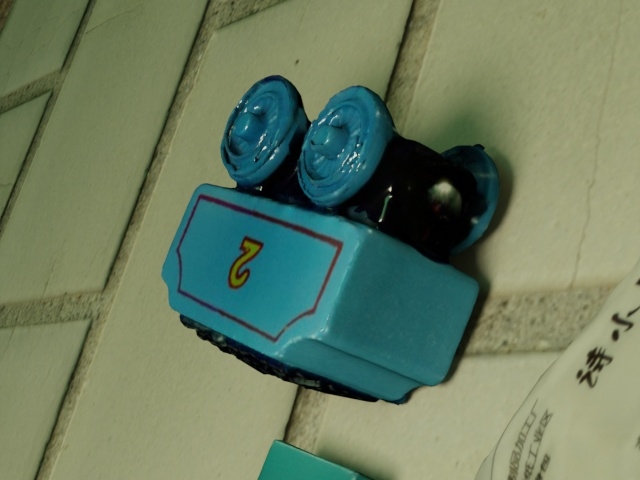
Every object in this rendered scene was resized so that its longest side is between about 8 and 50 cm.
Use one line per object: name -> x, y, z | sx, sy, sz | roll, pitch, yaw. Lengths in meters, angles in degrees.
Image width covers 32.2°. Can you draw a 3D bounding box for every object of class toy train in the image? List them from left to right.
toy train -> 0.000, 0.000, 1.012 | 0.300, 0.188, 0.265 | 17, 84, 55

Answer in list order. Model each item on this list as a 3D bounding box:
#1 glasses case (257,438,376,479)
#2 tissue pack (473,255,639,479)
glasses case -> -0.042, 0.328, 0.926 | 0.117, 0.070, 0.301 | 11, 73, 49
tissue pack -> 0.205, 0.164, 0.569 | 0.375, 0.195, 0.390 | -57, 18, 2
